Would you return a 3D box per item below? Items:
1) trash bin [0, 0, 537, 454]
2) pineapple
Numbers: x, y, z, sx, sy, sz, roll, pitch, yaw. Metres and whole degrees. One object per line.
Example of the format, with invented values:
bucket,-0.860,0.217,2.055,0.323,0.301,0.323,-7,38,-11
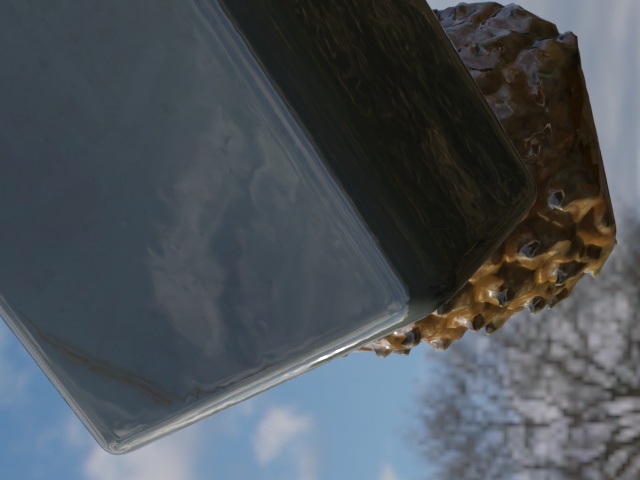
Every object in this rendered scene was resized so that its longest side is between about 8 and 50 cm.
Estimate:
trash bin,-0.065,-0.067,0.512,0.236,0.177,0.101,56,-142,-8
pineapple,0.000,0.000,1.047,0.202,0.362,0.202,64,178,5
